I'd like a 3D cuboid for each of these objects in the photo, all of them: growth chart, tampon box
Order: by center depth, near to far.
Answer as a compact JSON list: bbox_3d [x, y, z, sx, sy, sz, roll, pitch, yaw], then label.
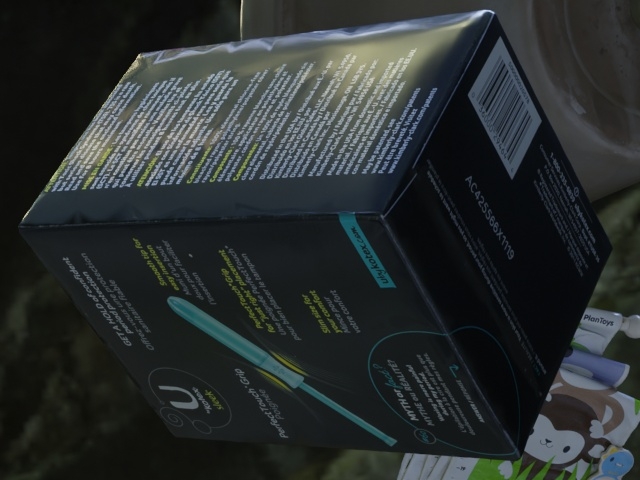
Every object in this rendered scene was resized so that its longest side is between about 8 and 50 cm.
[{"bbox_3d":[0.000,0.000,0.664,0.161,0.101,0.120,-1,-46,37],"label":"tampon box"},{"bbox_3d":[0.133,0.137,1.223,0.021,0.172,0.237,-104,-156,-65],"label":"growth chart"}]

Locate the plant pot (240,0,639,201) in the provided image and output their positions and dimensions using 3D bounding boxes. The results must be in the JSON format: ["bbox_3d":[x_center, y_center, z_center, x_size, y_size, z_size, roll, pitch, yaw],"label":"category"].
[{"bbox_3d":[0.146,-0.149,1.216,0.280,0.323,0.323,-175,-100,-65],"label":"plant pot"}]
